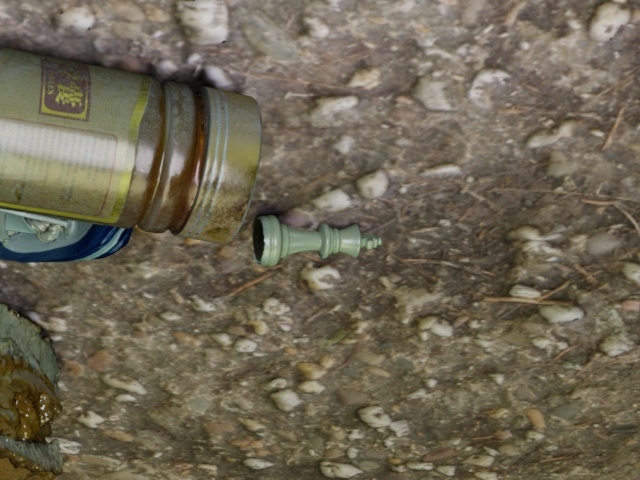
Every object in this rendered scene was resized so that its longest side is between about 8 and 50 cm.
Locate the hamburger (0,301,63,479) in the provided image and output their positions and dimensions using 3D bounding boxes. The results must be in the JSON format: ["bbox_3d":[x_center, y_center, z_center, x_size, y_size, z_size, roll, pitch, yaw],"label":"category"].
[{"bbox_3d":[-0.464,0.209,1.589,0.277,0.195,0.318,-14,158,5],"label":"hamburger"}]

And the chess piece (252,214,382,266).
[{"bbox_3d":[0.000,0.000,1.522,0.149,0.059,0.059,0,144,-15],"label":"chess piece"}]

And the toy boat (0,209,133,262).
[{"bbox_3d":[-0.346,-0.020,1.371,0.221,0.067,0.291,-10,167,41],"label":"toy boat"}]

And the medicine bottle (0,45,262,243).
[{"bbox_3d":[-0.231,-0.094,1.276,0.323,0.151,0.151,9,142,-19],"label":"medicine bottle"}]
